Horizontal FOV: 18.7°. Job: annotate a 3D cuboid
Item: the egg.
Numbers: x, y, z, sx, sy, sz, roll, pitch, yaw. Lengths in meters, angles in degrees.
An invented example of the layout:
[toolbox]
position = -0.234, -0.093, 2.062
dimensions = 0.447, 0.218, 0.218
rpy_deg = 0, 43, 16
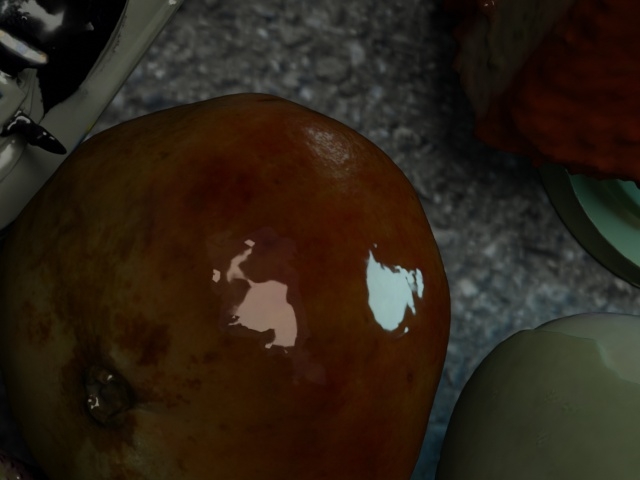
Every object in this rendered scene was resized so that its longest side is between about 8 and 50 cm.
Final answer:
[egg]
position = 0.205, 0.196, 1.124
dimensions = 0.278, 0.278, 0.336
rpy_deg = -24, 92, -32

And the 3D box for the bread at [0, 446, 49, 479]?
[bread]
position = -0.220, 0.200, 1.037
dimensions = 0.228, 0.033, 0.228
rpy_deg = 10, 69, -27

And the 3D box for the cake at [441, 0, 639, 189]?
[cake]
position = 0.245, -0.213, 1.246
dimensions = 0.270, 0.269, 0.319
rpy_deg = 10, 58, -17

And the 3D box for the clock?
[clock]
position = 0.251, -0.073, 1.384
dimensions = 0.235, 0.029, 0.235
rpy_deg = 9, 70, -26

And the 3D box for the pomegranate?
[pomegranate]
position = -0.040, 0.048, 1.071
dimensions = 0.270, 0.229, 0.252
rpy_deg = -14, 89, -54

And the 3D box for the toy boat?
[toy boat]
position = -0.174, -0.107, 1.106
dimensions = 0.141, 0.141, 0.269
rpy_deg = 39, 46, -13
